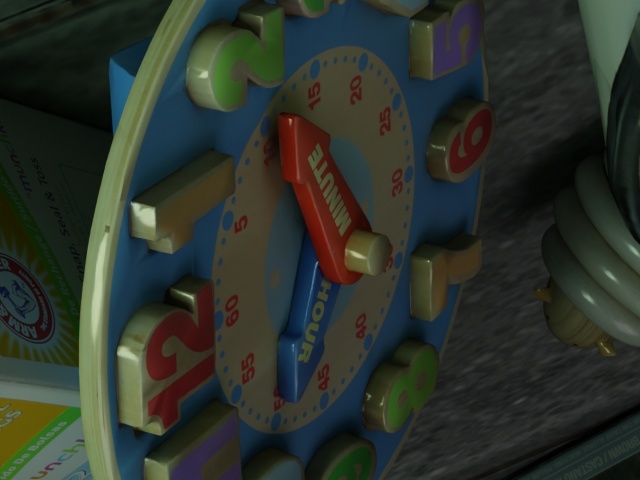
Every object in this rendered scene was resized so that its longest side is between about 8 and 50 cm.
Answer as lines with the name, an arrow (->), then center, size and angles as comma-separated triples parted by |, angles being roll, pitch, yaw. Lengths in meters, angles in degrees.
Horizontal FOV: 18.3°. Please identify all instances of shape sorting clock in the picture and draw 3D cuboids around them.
shape sorting clock -> 0.000, 0.000, 0.551 | 0.206, 0.040, 0.206 | -31, 129, -48

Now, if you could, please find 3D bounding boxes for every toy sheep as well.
toy sheep -> 0.136, -0.006, 0.786 | 0.091, 0.091, 0.132 | 6, 129, -52

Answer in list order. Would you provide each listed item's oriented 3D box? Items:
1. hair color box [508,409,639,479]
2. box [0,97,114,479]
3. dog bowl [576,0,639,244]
hair color box -> 0.234, 0.212, 1.337 | 0.185, 0.114, 0.374 | -30, 158, 12
box -> -0.093, 0.035, 0.601 | 0.114, 0.103, 0.203 | -35, 156, 20
dog bowl -> 0.219, -0.155, 0.450 | 0.408, 0.150, 0.408 | -21, 157, -9
